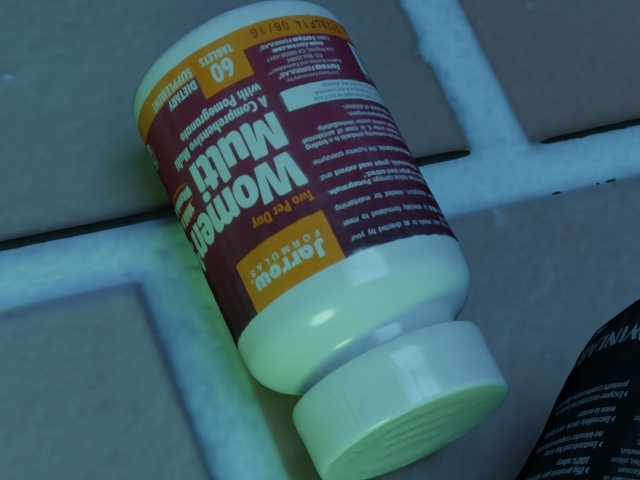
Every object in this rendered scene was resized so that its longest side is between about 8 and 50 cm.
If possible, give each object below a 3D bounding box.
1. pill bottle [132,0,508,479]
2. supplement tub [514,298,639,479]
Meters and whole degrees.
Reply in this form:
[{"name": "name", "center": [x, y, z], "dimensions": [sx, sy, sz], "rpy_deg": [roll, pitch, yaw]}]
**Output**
[{"name": "pill bottle", "center": [0.000, 0.000, 0.823], "dimensions": [0.121, 0.121, 0.221], "rpy_deg": [-16, 67, -25]}, {"name": "supplement tub", "center": [0.147, 0.199, 0.704], "dimensions": [0.207, 0.207, 0.338], "rpy_deg": [33, 57, 3]}]
